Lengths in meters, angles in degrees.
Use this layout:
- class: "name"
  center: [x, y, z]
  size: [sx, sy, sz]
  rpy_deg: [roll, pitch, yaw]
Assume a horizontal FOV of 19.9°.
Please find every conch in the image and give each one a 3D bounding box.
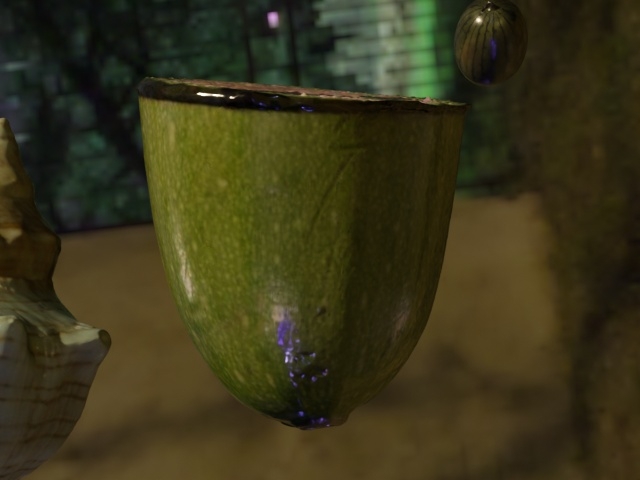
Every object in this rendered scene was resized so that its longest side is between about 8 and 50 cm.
- class: "conch"
  center: [-0.230, 0.095, 1.297]
  size: [0.203, 0.170, 0.386]
  rpy_deg: [90, 169, -72]

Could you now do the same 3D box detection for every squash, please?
- class: "squash"
  center: [-0.026, 0.011, 1.680]
  size: [0.310, 0.310, 0.309]
  rpy_deg: [-56, -29, -81]

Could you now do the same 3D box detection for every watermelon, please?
- class: "watermelon"
  center: [0.178, -0.211, 1.910]
  size: [0.110, 0.078, 0.078]
  rpy_deg: [99, 172, -52]
